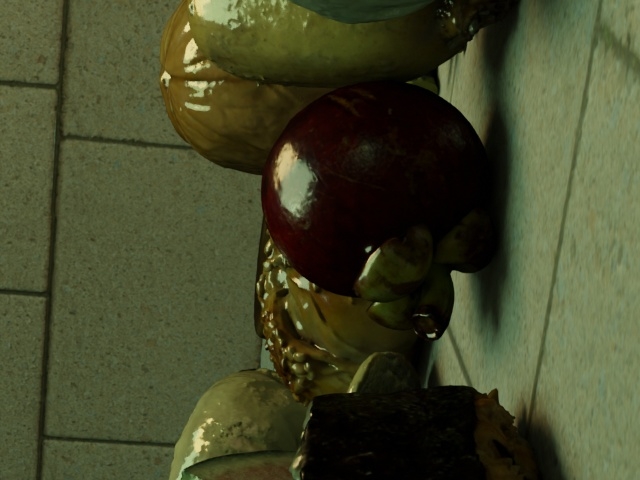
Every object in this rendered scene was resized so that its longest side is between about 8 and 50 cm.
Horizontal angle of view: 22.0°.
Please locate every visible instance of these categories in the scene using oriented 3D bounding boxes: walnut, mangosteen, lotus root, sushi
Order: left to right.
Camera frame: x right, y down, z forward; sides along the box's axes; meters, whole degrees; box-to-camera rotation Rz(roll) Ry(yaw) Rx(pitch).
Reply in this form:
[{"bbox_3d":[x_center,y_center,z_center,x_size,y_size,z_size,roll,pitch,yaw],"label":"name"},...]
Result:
[{"bbox_3d":[-0.042,-0.209,2.055,0.277,0.313,0.252,130,136,-66],"label":"walnut"},{"bbox_3d":[0.028,-0.215,1.555,0.169,0.343,0.151,-15,-70,-58],"label":"lotus root"},{"bbox_3d":[0.061,-0.021,1.499,0.215,0.215,0.257,102,155,-49],"label":"mangosteen"},{"bbox_3d":[0.070,0.248,1.220,0.348,0.208,0.234,-86,-9,-64],"label":"sushi"}]

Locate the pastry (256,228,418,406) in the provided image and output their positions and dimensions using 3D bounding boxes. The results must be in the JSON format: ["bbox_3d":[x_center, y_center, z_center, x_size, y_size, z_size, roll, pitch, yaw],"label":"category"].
[{"bbox_3d":[0.020,0.054,1.862,0.284,0.184,0.315,-90,7,-45],"label":"pastry"}]

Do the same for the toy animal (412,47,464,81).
[{"bbox_3d":[0.107,-0.236,1.742,0.241,0.057,0.099,150,124,-62],"label":"toy animal"}]

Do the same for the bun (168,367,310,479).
[{"bbox_3d":[-0.059,0.340,2.153,0.360,0.211,0.359,10,-90,-70],"label":"bun"}]

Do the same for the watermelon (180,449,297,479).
[{"bbox_3d":[-0.034,0.379,1.868,0.292,0.251,0.283,117,152,-81],"label":"watermelon"}]

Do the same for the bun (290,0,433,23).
[{"bbox_3d":[0.078,-0.353,1.357,0.362,0.211,0.361,-165,90,-71],"label":"bun"}]

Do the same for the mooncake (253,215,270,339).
[{"bbox_3d":[0.000,0.000,2.231,0.284,0.156,0.284,-174,90,-85],"label":"mooncake"}]

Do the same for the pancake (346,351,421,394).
[{"bbox_3d":[0.060,0.190,1.711,0.158,0.028,0.158,-13,-73,-52],"label":"pancake"}]

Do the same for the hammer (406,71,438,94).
[{"bbox_3d":[0.116,-0.270,1.884,0.159,0.041,0.226,130,144,-80],"label":"hammer"}]
